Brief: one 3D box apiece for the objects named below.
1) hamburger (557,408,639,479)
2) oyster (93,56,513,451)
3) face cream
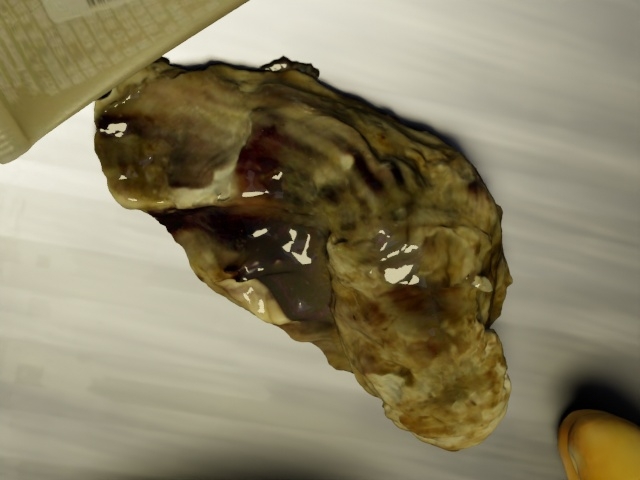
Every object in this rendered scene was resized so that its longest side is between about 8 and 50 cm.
[{"bbox_3d":[0.252,0.230,0.876,0.186,0.261,0.303,-17,95,4],"label":"hamburger"},{"bbox_3d":[-0.003,0.006,0.838,0.294,0.094,0.166,25,115,-10],"label":"oyster"},{"bbox_3d":[-0.060,-0.169,0.770,0.341,0.084,0.137,-26,111,12],"label":"face cream"}]
